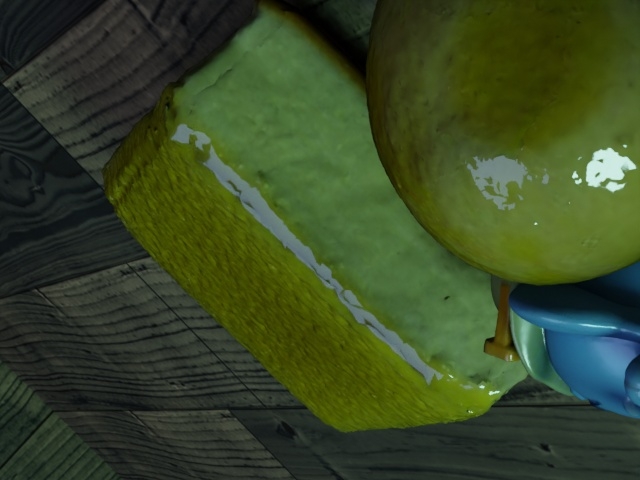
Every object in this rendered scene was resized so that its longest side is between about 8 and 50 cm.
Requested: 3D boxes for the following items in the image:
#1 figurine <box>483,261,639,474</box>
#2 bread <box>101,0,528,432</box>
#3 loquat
[{"bbox_3d":[0.214,0.048,0.831,0.262,0.180,0.153,21,136,50],"label":"figurine"},{"bbox_3d":[0.000,0.000,1.088,0.323,0.143,0.333,46,161,-7],"label":"bread"},{"bbox_3d":[0.126,-0.078,0.694,0.213,0.213,0.213,33,156,18],"label":"loquat"}]
